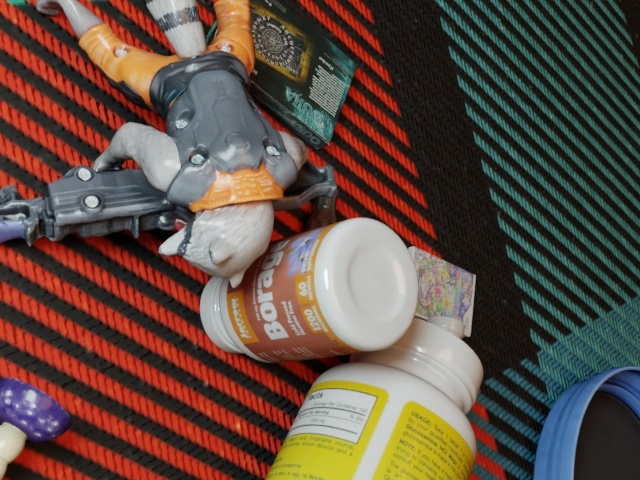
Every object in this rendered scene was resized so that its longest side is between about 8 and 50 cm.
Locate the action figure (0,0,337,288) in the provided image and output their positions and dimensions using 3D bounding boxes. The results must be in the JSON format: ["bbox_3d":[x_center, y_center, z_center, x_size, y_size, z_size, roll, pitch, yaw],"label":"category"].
[{"bbox_3d":[-0.149,-0.109,0.791,0.341,0.178,0.330,-17,72,-23],"label":"action figure"}]

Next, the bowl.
[{"bbox_3d":[0.439,0.377,1.286,0.391,0.077,0.391,13,70,-39],"label":"bowl"}]

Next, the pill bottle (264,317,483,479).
[{"bbox_3d":[0.045,0.247,0.902,0.188,0.188,0.334,45,55,-24],"label":"pill bottle"}]

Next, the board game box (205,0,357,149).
[{"bbox_3d":[-0.044,-0.207,1.040,0.186,0.026,0.126,36,59,-30],"label":"board game box"}]

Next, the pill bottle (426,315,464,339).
[{"bbox_3d":[0.145,0.154,1.095,0.065,0.065,0.116,26,64,-34],"label":"pill bottle"}]

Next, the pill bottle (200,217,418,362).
[{"bbox_3d":[-0.020,0.056,0.871,0.121,0.216,0.121,12,72,-39],"label":"pill bottle"}]

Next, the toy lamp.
[{"bbox_3d":[-0.299,0.233,0.682,0.080,0.080,0.274,48,51,-23],"label":"toy lamp"}]

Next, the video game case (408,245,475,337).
[{"bbox_3d":[0.154,0.067,1.159,0.122,0.011,0.087,24,65,-36],"label":"video game case"}]

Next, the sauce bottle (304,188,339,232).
[{"bbox_3d":[0.000,0.000,1.019,0.042,0.042,0.128,21,68,-36],"label":"sauce bottle"}]
